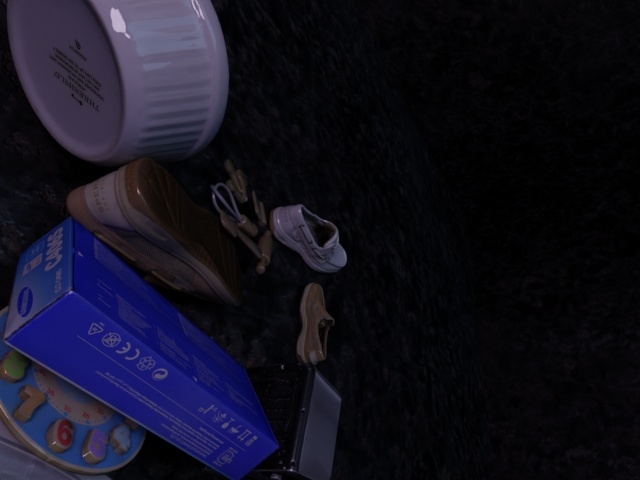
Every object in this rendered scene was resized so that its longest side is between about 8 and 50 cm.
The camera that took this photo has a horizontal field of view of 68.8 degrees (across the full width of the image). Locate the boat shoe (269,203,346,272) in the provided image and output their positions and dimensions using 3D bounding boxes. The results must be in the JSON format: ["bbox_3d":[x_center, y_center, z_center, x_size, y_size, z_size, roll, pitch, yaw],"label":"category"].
[{"bbox_3d":[0.000,0.000,1.071,0.277,0.096,0.098,34,46,-50],"label":"boat shoe"}]

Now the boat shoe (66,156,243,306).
[{"bbox_3d":[-0.210,0.010,0.673,0.341,0.110,0.121,63,12,-56],"label":"boat shoe"}]

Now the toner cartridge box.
[{"bbox_3d":[-0.192,0.141,0.558,0.347,0.075,0.165,55,-7,-36],"label":"toner cartridge box"}]

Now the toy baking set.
[{"bbox_3d":[-0.140,-0.037,0.847,0.256,0.030,0.196,-95,160,-61],"label":"toy baking set"}]

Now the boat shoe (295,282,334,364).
[{"bbox_3d":[-0.002,0.173,0.996,0.068,0.072,0.189,43,40,-44],"label":"boat shoe"}]

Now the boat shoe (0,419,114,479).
[{"bbox_3d":[-0.297,0.214,0.445,0.081,0.079,0.227,-56,130,-27],"label":"boat shoe"}]

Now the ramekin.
[{"bbox_3d":[-0.252,-0.214,0.565,0.127,0.273,0.272,-36,107,-49],"label":"ramekin"}]

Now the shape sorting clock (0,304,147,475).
[{"bbox_3d":[-0.258,0.147,0.496,0.206,0.040,0.206,52,0,0],"label":"shape sorting clock"}]

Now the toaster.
[{"bbox_3d":[-0.070,0.277,0.715,0.110,0.168,0.185,53,34,-38],"label":"toaster"}]
